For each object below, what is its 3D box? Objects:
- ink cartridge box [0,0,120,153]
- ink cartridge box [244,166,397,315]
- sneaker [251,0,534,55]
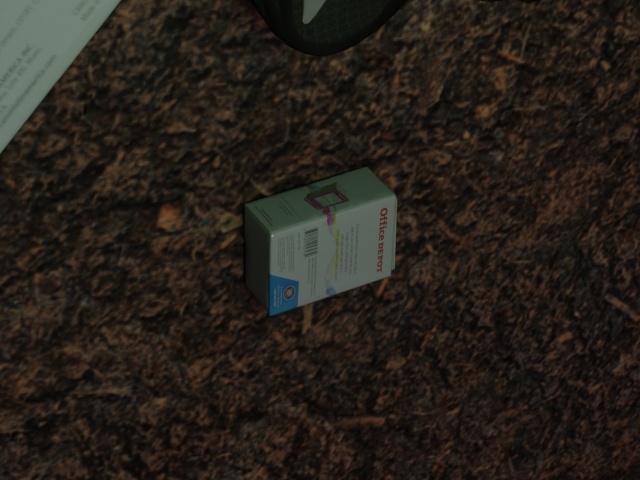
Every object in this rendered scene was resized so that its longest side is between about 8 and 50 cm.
[{"bbox_3d":[-0.331,-0.199,1.150,0.385,0.091,0.308,33,106,-28],"label":"ink cartridge box"},{"bbox_3d":[0.000,0.000,1.549,0.122,0.052,0.089,-17,131,-23],"label":"ink cartridge box"},{"bbox_3d":[0.077,-0.242,1.207,0.185,0.202,0.483,20,150,-22],"label":"sneaker"}]
